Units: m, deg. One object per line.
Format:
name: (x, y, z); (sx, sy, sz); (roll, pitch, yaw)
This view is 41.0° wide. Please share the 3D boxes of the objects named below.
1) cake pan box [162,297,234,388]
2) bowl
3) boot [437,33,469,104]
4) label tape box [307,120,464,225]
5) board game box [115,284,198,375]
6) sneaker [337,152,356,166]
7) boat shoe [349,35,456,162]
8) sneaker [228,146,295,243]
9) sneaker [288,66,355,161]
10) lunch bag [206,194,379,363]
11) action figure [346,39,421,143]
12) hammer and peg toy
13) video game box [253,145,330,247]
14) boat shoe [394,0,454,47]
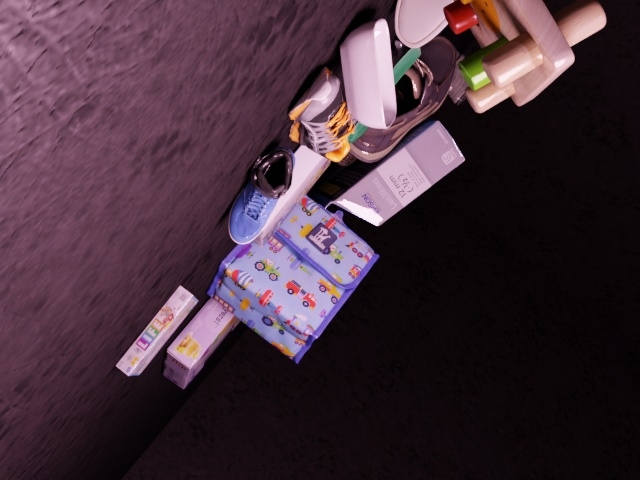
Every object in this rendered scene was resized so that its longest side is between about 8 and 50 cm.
cake pan box: (-0.233, 0.187, 1.818); (0.245, 0.070, 0.267); (-49, 176, -23)
bowl: (0.064, -0.222, 1.147); (0.142, 0.053, 0.142); (-55, 138, -69)
boot: (0.268, -0.368, 1.998); (0.246, 0.161, 0.083); (-52, 177, -18)
label tape box: (0.116, -0.119, 1.867); (0.348, 0.115, 0.249); (-39, -168, -3)
board game box: (-0.253, 0.143, 1.339); (0.154, 0.026, 0.103); (-52, 177, -9)
sneaker: (0.094, -0.248, 1.881); (0.188, 0.066, 0.071); (-48, -165, 12)
boat shoe: (0.184, -0.306, 1.757); (0.355, 0.132, 0.130); (-52, 178, -25)
sneaker: (-0.083, -0.062, 1.180); (0.152, 0.058, 0.084); (-57, -177, 4)
sneaker: (0.010, -0.168, 1.172); (0.084, 0.083, 0.215); (-50, 176, -7)
lunch bag: (-0.036, 0.047, 1.647); (0.293, 0.221, 0.138); (-50, 176, -35)
action figure: (0.085, -0.250, 1.535); (0.232, 0.063, 0.137); (-56, 180, -12)
hammer and peg toy: (0.178, -0.280, 0.987); (0.127, 0.265, 0.361); (-30, 179, 4)
video game box: (-0.053, -0.090, 1.466); (0.205, 0.048, 0.187); (-52, 175, -10)
boat shoe: (0.188, -0.389, 1.219); (0.079, 0.095, 0.254); (-33, 154, -47)
